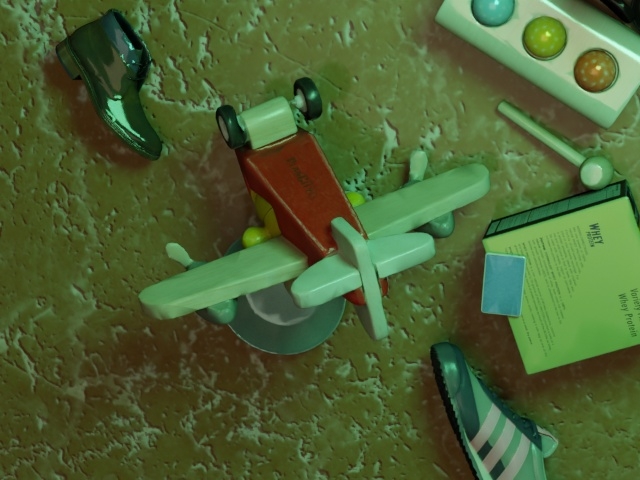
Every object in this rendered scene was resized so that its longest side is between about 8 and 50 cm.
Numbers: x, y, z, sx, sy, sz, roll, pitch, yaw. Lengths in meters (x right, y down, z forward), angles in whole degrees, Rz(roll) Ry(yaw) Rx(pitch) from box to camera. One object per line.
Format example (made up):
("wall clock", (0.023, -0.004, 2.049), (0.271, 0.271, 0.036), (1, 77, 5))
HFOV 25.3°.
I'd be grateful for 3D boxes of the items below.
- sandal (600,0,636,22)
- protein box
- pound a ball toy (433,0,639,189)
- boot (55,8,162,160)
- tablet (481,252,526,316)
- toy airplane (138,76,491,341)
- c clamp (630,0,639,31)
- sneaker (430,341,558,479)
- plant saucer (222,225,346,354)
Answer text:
("sandal", (0.354, -0.359, 1.885), (0.179, 0.067, 0.040), (41, 96, -1))
("protein box", (0.351, 0.048, 1.942), (0.201, 0.136, 0.199), (-18, 98, 16))
("pound a ball toy", (0.297, -0.226, 1.890), (0.319, 0.136, 0.208), (34, 107, 3))
("boot", (-0.275, -0.223, 2.036), (0.106, 0.082, 0.219), (-38, 91, 20))
("tablet", (0.243, 0.058, 1.893), (0.054, 0.006, 0.083), (6, 105, 11))
("toy airplane", (0.000, 0.000, 1.901), (0.386, 0.384, 0.272), (13, 140, 15))
("c clamp", (0.489, -0.321, 1.873), (0.161, 0.022, 0.137), (4, 127, 12))
("sneaker", (0.262, 0.273, 2.042), (0.131, 0.112, 0.319), (-25, 100, -1))
("plant saucer", (-0.055, 0.069, 2.081), (0.195, 0.037, 0.195), (3, 104, 11))
